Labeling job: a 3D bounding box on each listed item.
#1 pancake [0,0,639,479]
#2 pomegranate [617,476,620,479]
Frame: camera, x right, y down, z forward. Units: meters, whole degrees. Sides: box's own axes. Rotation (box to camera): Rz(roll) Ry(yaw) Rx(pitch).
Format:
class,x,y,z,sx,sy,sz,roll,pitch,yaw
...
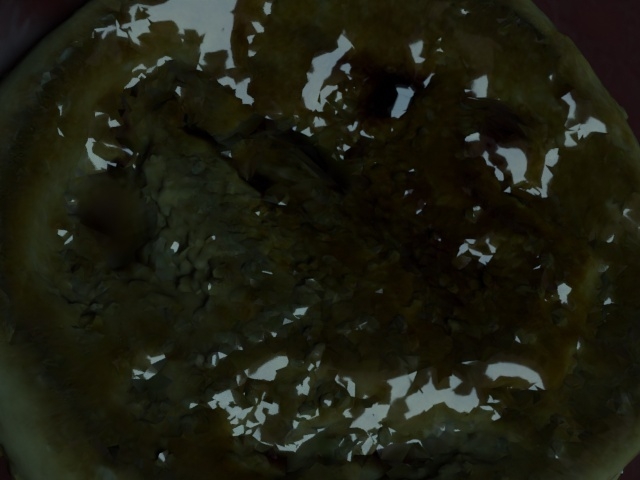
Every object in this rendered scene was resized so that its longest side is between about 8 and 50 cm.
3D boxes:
class,x,y,z,sx,sy,sz,roll,pitch,yaw
pancake,0.000,0.001,0.583,0.356,0.065,0.356,3,68,-7
pomegranate,0.063,0.145,0.679,0.207,0.207,0.207,-8,106,-27
